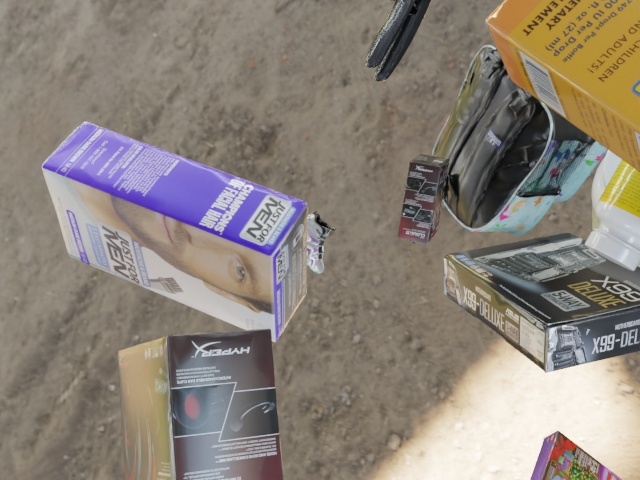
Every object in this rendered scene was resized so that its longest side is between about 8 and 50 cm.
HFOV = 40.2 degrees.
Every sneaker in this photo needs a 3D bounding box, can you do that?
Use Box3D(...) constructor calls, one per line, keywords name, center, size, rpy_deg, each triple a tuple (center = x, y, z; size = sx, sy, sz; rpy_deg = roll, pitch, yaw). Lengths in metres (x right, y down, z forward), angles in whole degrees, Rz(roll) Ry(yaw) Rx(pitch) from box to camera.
Box3D(name="sneaker", center=(0.000, 0.000, 1.408), size=(0.069, 0.038, 0.098), rpy_deg=(-23, 94, 26))

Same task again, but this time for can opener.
Box3D(name="can opener", center=(0.102, -0.274, 1.075), size=(0.073, 0.059, 0.186), rpy_deg=(0, 63, 44))

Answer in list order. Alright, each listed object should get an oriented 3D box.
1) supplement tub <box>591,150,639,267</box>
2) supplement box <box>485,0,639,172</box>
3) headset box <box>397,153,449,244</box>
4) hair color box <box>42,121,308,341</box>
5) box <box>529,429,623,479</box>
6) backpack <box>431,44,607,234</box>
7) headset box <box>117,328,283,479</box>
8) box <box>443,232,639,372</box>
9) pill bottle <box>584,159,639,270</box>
Box3D(name="supplement tub", center=(0.604, -0.049, 1.553), size=(0.235, 0.325, 0.236), rpy_deg=(-7, 64, 14))
Box3D(name="supplement box", center=(0.212, -0.089, 0.541), size=(0.078, 0.080, 0.233), rpy_deg=(-44, 56, 2))
Box3D(name="headset box", center=(0.099, -0.037, 0.843), size=(0.032, 0.062, 0.083), rpy_deg=(13, 106, 14))
Box3D(name="hair color box", center=(-0.187, -0.012, 1.161), size=(0.338, 0.185, 0.110), rpy_deg=(19, 52, 15))
Box3D(name="box", center=(0.557, 0.600, 1.956), size=(0.057, 0.201, 0.293), rpy_deg=(-49, 4, 48))
Box3D(name="backpack", center=(0.286, -0.137, 1.309), size=(0.254, 0.191, 0.225), rpy_deg=(-61, 40, 33))
Box3D(name="headset box", center=(-0.124, 0.246, 0.888), size=(0.218, 0.110, 0.293), rpy_deg=(159, 108, -63))
Box3D(name="box", center=(0.362, 0.082, 1.325), size=(0.307, 0.242, 0.077), rpy_deg=(-137, 41, -64))
Box3D(name="pill bottle", center=(0.278, -0.035, 0.753), size=(0.065, 0.065, 0.116), rpy_deg=(33, 96, 44))
